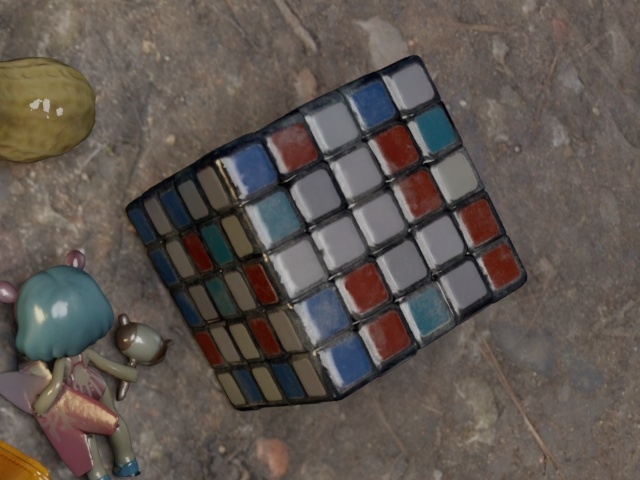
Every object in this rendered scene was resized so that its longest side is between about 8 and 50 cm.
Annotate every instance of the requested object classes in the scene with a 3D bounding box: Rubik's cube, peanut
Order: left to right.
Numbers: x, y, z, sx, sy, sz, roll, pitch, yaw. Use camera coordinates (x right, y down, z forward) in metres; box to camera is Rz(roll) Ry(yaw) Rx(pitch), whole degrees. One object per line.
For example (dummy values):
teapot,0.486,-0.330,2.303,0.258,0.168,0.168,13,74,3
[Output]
peanut,-0.360,-0.139,1.356,0.257,0.124,0.123,-4,83,-42
Rubik's cube,0.000,0.000,1.430,0.292,0.287,0.293,-28,94,-27

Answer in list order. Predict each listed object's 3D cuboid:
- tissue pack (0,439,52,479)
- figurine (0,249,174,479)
tissue pack,-0.366,0.333,1.216,0.274,0.194,0.145,-48,130,-25
figurine,-0.242,0.140,1.388,0.205,0.103,0.260,-22,101,-26
